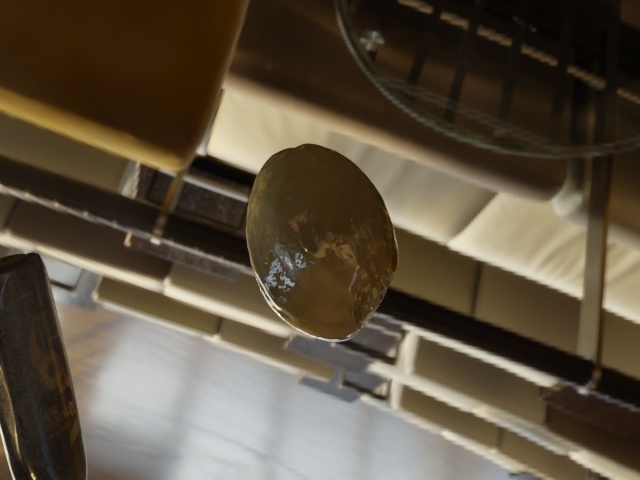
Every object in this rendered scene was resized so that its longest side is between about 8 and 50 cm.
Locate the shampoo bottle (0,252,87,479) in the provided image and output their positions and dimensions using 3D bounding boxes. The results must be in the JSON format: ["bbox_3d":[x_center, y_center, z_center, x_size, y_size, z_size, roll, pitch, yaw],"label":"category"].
[{"bbox_3d":[-0.243,0.131,0.818,0.049,0.087,0.234,-4,104,17],"label":"shampoo bottle"}]

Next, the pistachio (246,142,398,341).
[{"bbox_3d":[0.000,0.000,1.176,0.181,0.293,0.162,-6,140,-9],"label":"pistachio"}]
